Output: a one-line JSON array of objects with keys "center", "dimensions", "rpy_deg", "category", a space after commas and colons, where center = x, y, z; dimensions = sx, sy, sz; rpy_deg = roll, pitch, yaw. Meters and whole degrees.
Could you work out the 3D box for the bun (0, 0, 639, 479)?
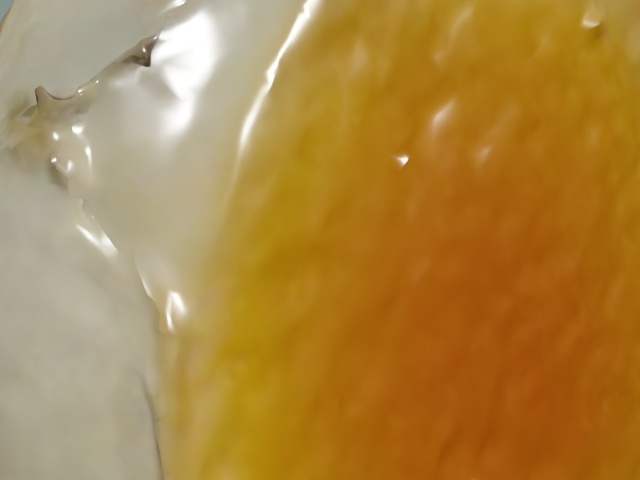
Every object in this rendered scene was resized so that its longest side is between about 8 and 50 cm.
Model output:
[{"center": [-0.003, 0.007, 0.597], "dimensions": [0.299, 0.165, 0.299], "rpy_deg": [-13, 108, -44], "category": "bun"}]
